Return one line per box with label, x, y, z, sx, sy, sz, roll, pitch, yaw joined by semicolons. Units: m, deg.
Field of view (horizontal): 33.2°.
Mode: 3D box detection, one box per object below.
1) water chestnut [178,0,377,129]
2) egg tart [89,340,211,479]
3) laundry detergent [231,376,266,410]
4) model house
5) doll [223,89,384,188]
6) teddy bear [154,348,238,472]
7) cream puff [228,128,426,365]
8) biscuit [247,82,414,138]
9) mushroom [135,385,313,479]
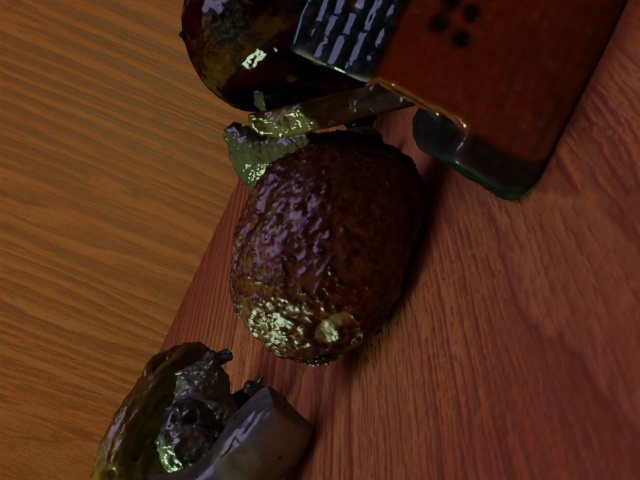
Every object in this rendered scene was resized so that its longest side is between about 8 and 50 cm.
water chestnut;0.001;-0.282;1.417;0.302;0.350;0.350;69;157;12
egg tart;-0.194;0.277;1.426;0.294;0.123;0.294;-57;-16;-27
laundry detergent;-0.112;0.263;1.312;0.096;0.061;0.206;-168;102;-87
model house;0.068;-0.212;0.792;0.271;0.301;0.190;-65;17;9
doll;-0.025;-0.115;1.350;0.091;0.203;0.286;-52;0;-21
teddy bear;-0.142;0.215;1.219;0.133;0.111;0.213;-41;49;33
cream puff;0.000;-0.001;1.045;0.240;0.164;0.240;-62;5;10
biscuit;0.056;-0.131;0.994;0.229;0.176;0.031;-6;101;44
mushroom;-0.108;0.239;1.100;0.223;0.092;0.081;-39;-22;15
